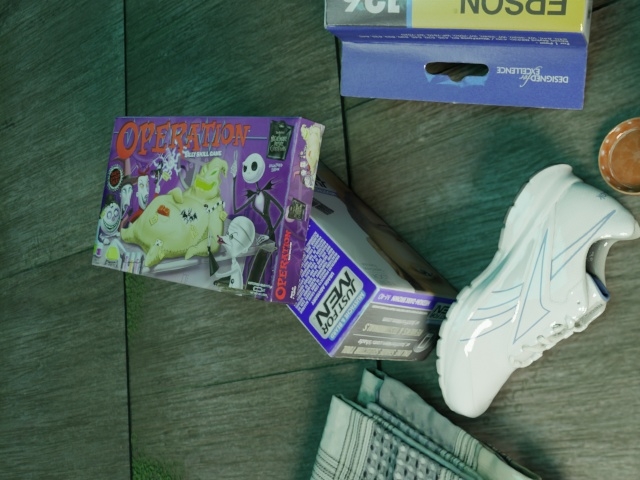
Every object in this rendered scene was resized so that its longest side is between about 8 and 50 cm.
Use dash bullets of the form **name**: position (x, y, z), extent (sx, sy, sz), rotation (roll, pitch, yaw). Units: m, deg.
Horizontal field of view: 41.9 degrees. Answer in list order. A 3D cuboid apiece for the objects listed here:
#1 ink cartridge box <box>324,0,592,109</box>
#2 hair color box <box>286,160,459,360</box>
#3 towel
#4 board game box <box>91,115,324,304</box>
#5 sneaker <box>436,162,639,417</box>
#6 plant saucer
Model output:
- **ink cartridge box**: position (0.150, -0.306, 0.932), extent (0.304, 0.072, 0.307), rotation (7, 105, 24)
- **hair color box**: position (0.000, 0.000, 1.037), extent (0.339, 0.185, 0.110), rotation (48, 113, 35)
- **towel**: position (0.079, 0.336, 0.952), extent (0.312, 0.056, 0.324), rotation (26, 98, 55)
- **board game box**: position (-0.152, -0.048, 1.024), extent (0.347, 0.056, 0.208), rotation (7, 83, 42)
- **sneaker**: position (0.225, 0.068, 0.891), extent (0.129, 0.111, 0.297), rotation (34, 105, 33)
- **plant saucer**: position (0.336, -0.089, 0.882), extent (0.084, 0.013, 0.083), rotation (-8, 77, 38)
